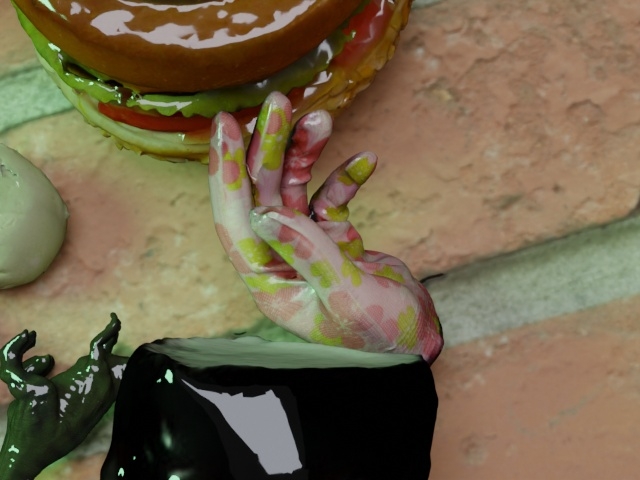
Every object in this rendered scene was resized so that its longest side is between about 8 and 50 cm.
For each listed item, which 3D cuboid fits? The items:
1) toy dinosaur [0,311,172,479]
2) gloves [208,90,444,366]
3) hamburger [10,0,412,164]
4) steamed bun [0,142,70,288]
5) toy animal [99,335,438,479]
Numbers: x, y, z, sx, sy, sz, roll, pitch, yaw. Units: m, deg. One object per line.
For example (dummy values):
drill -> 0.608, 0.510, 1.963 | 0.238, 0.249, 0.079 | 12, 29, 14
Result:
toy dinosaur -> -0.170, 0.151, 1.405 | 0.187, 0.087, 0.179 | -23, 70, -2
gloves -> -0.007, 0.005, 1.378 | 0.241, 0.126, 0.145 | 44, 43, -13
hamburger -> -0.090, -0.227, 1.439 | 0.330, 0.250, 0.330 | -1, 71, 2
steamed bun -> -0.267, -0.021, 1.463 | 0.130, 0.091, 0.112 | 32, 73, 14
toy animal -> -0.043, 0.226, 1.285 | 0.251, 0.251, 0.309 | 2, 93, 5
